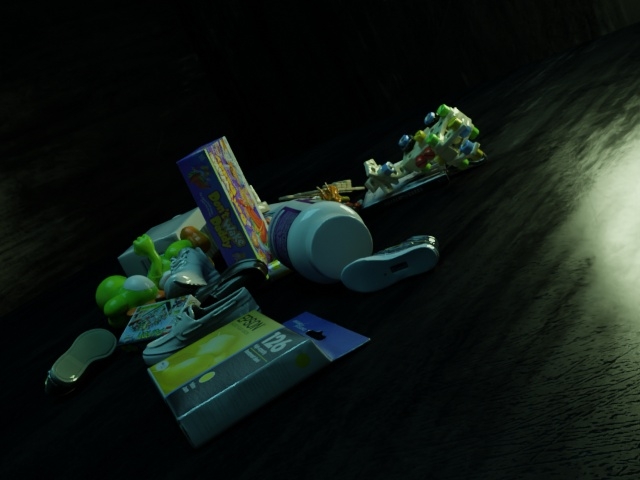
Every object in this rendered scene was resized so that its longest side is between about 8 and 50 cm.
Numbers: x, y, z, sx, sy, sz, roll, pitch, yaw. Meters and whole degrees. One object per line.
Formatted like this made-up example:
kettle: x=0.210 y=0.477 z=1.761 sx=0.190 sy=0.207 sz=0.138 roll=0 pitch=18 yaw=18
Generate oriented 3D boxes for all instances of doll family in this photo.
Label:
doll family: x=-0.018 y=-0.067 z=1.927 sx=0.263 sy=0.118 sz=0.163 roll=-32 pitch=9 yaw=-4

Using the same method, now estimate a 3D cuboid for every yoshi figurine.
yoshi figurine: x=-0.477 y=0.103 z=2.057 sx=0.362 sy=0.203 sz=0.203 roll=-39 pitch=2 yaw=-40

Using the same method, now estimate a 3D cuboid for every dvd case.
dvd case: x=0.229 y=-0.142 z=1.996 sx=0.239 sy=0.029 sz=0.179 roll=-23 pitch=13 yaw=15

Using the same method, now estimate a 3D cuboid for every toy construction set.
toy construction set: x=0.266 y=-0.221 z=1.892 sx=0.328 sy=0.151 sz=0.215 roll=-25 pitch=35 yaw=33

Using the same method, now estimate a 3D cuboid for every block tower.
block tower: x=-0.271 y=-0.039 z=2.164 sx=0.091 sy=0.097 sz=0.335 roll=-26 pitch=-9 yaw=-39

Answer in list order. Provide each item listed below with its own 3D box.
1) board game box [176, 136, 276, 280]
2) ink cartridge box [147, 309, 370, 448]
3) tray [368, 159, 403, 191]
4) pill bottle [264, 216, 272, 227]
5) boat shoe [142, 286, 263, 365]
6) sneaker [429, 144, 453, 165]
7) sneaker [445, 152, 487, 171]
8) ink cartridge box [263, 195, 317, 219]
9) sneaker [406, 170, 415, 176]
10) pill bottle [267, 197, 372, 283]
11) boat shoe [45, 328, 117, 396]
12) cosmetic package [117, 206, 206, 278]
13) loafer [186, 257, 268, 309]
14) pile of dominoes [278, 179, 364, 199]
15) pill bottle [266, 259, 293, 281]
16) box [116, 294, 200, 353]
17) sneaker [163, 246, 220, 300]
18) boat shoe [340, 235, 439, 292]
board game box: x=-0.222 y=-0.074 z=1.867 sx=0.078 sy=0.347 sz=0.233 roll=-23 pitch=13 yaw=11
ink cartridge box: x=-0.115 y=0.190 z=1.215 sx=0.307 sy=0.072 sz=0.304 roll=-31 pitch=13 yaw=-17
tray: x=0.263 y=-0.228 z=2.287 sx=0.270 sy=0.030 sz=0.145 roll=-24 pitch=11 yaw=5
pill bottle: x=-0.186 y=0.002 z=2.088 sx=0.152 sy=0.086 sz=0.086 roll=-29 pitch=13 yaw=-17
boat shoe: x=-0.251 y=0.172 z=1.504 sx=0.268 sy=0.088 sz=0.096 roll=-22 pitch=13 yaw=16
sneaker: x=0.330 y=-0.227 z=2.095 sx=0.075 sy=0.057 sz=0.161 roll=-31 pitch=9 yaw=-10
sneaker: x=0.380 y=-0.204 z=1.930 sx=0.109 sy=0.040 sz=0.044 roll=-12 pitch=-11 yaw=15
ink cartridge box: x=-0.171 y=-0.060 z=2.302 sx=0.333 sy=0.065 sz=0.165 roll=-6 pitch=22 yaw=38
sneaker: x=0.261 y=-0.206 z=2.177 sx=0.135 sy=0.052 sz=0.058 roll=-34 pitch=23 yaw=-5
pill bottle: x=0.000 y=0.000 z=1.535 sx=0.169 sy=0.169 sz=0.301 roll=-28 pitch=12 yaw=-11
boat shoe: x=-0.547 y=0.275 z=1.688 sx=0.068 sy=0.081 sz=0.228 roll=-52 pitch=-2 yaw=25
cosmetic package: x=-0.483 y=0.028 z=2.427 sx=0.217 sy=0.156 sz=0.385 roll=-23 pitch=11 yaw=11
loafer: x=-0.210 y=0.123 z=1.696 sx=0.220 sy=0.080 sz=0.078 roll=-33 pitch=34 yaw=10
pile of dominoes: x=0.000 y=-0.159 z=2.286 sx=0.196 sy=0.040 sz=0.251 roll=-8 pitch=0 yaw=34
pill bottle: x=-0.085 y=0.061 z=1.741 sx=0.083 sy=0.043 sz=0.043 roll=-25 pitch=12 yaw=-1
box: x=-0.368 y=0.191 z=1.683 sx=0.207 sy=0.036 sz=0.114 roll=-15 pitch=40 yaw=40
sneaker: x=-0.332 y=0.085 z=1.830 sx=0.111 sy=0.129 sz=0.297 roll=-29 pitch=0 yaw=4
boat shoe: x=0.131 y=0.043 z=1.358 sx=0.183 sy=0.065 sz=0.083 roll=-16 pitch=12 yaw=17
